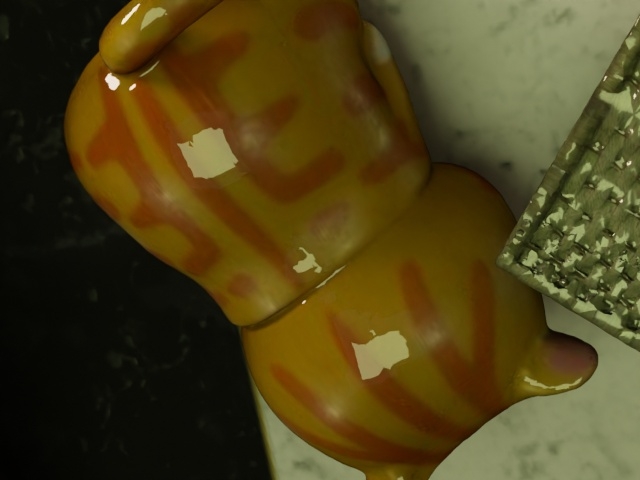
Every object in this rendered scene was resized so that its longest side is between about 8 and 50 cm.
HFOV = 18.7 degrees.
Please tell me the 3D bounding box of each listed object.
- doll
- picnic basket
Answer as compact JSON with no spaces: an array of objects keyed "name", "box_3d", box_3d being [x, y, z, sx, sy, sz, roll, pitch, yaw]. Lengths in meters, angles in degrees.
[{"name":"doll","box_3d":[-0.003,-0.014,0.932,0.167,0.162,0.269,-38,102,23]},{"name":"picnic basket","box_3d":[0.201,-0.046,0.853,0.154,0.134,0.196,33,120,9]}]
